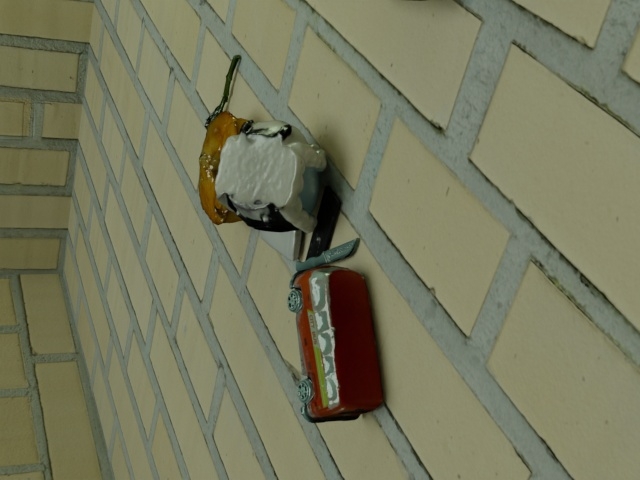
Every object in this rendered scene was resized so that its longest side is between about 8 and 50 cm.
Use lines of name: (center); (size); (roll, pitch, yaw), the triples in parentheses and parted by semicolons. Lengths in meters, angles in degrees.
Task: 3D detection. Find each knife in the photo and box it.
knife: (0.010, 0.031, 1.605); (0.210, 0.015, 0.028); (-23, 70, 55)

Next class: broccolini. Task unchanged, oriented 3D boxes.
broccolini: (-0.225, -0.343, 2.106); (0.042, 0.044, 0.218); (-95, 27, -48)

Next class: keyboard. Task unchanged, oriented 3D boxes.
keyboard: (0.000, 0.000, 1.651); (0.061, 0.013, 0.204); (56, 138, 49)

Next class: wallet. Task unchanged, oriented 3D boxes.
wallet: (-0.078, -0.038, 1.794); (0.183, 0.032, 0.124); (30, 117, 59)

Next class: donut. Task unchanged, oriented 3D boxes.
donut: (-0.199, -0.156, 1.949); (0.253, 0.118, 0.254); (178, 90, -66)

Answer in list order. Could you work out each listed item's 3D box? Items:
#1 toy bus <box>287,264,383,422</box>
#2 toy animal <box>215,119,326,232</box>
toy bus: (0.028, 0.165, 1.485); (0.120, 0.121, 0.265); (-29, 63, 52)
toy animal: (-0.075, -0.115, 1.633); (0.208, 0.156, 0.204); (12, 92, 40)
